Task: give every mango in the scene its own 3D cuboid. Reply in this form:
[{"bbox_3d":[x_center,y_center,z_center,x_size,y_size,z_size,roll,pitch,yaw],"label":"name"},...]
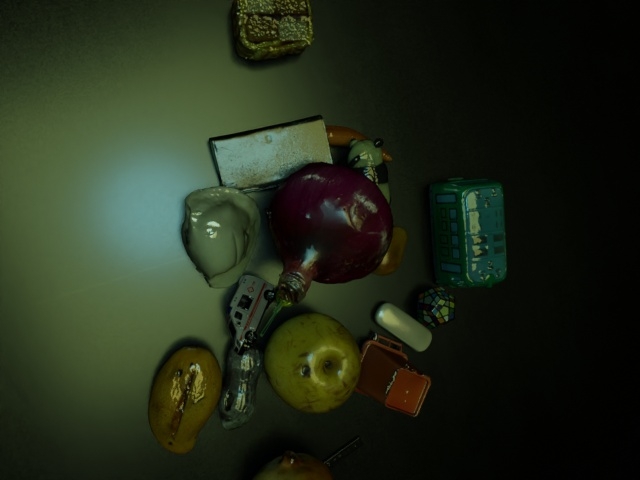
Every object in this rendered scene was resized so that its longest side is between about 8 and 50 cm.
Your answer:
[{"bbox_3d":[-0.359,0.422,1.346,0.176,0.120,0.295,16,88,-15],"label":"mango"},{"bbox_3d":[0.198,0.027,1.526,0.111,0.089,0.163,25,75,-29],"label":"mango"}]

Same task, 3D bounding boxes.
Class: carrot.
[{"bbox_3d":[0.098,-0.289,1.494,0.270,0.062,0.066,8,58,-22],"label":"carrot"}]

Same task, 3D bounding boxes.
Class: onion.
[{"bbox_3d":[0.000,0.000,1.301,0.347,0.347,0.385,41,54,-16],"label":"onion"}]

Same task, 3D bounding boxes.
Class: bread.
[{"bbox_3d":[-0.127,-0.584,1.383,0.222,0.096,0.182,-12,97,-19],"label":"bread"}]

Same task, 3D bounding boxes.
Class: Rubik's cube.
[{"bbox_3d":[0.354,0.206,1.570,0.132,0.133,0.112,19,116,-18],"label":"Rubik's cube"}]

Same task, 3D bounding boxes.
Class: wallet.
[{"bbox_3d":[-0.130,-0.231,1.404,0.317,0.045,0.173,-15,99,-6],"label":"wallet"}]

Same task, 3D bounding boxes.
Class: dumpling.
[{"bbox_3d":[-0.255,-0.016,1.357,0.226,0.243,0.175,-30,67,-31],"label":"dumpling"}]

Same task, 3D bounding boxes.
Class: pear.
[{"bbox_3d":[-0.019,0.329,1.379,0.280,0.280,0.281,-1,93,-18],"label":"pear"}]

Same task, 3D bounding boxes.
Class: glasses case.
[{"bbox_3d":[0.255,0.267,1.572,0.204,0.051,0.081,38,80,-13],"label":"glasses case"}]

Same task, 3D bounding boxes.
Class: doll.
[{"bbox_3d":[0.134,-0.176,1.459,0.143,0.135,0.235,-11,102,-15],"label":"doll"}]

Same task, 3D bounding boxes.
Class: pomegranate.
[{"bbox_3d":[-0.078,0.704,1.387,0.264,0.264,0.265,-1,93,-18],"label":"pomegranate"}]

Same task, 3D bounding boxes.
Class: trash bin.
[{"bbox_3d":[0.204,0.384,1.465,0.161,0.238,0.185,25,84,-17],"label":"trash bin"}]

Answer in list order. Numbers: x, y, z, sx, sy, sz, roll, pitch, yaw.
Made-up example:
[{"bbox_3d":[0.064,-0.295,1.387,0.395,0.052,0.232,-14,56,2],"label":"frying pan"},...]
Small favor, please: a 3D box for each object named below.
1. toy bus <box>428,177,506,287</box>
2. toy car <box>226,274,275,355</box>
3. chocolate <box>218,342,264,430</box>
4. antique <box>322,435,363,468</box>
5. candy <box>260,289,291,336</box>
[{"bbox_3d":[0.452,-0.019,1.549,0.183,0.199,0.344,-8,97,-18],"label":"toy bus"},{"bbox_3d":[-0.201,0.197,1.367,0.108,0.089,0.210,26,58,-7],"label":"toy car"},{"bbox_3d":[-0.217,0.393,1.402,0.110,0.110,0.248,15,88,-18],"label":"chocolate"},{"bbox_3d":[0.046,0.658,1.544,0.192,0.015,0.031,-31,102,-14],"label":"antique"},{"bbox_3d":[-0.119,0.195,1.398,0.058,0.062,0.194,45,38,-10],"label":"candy"}]
